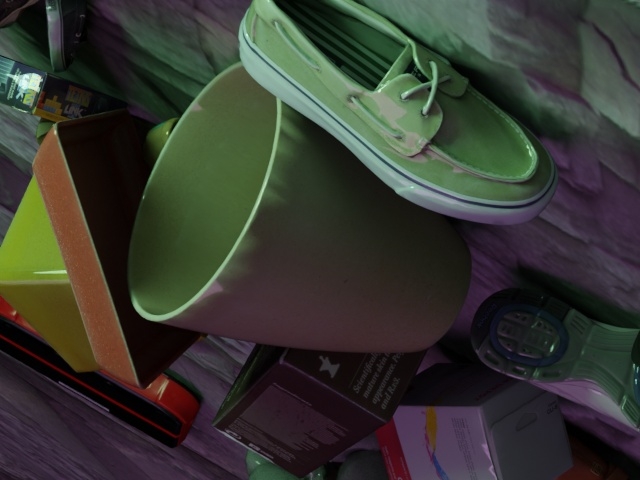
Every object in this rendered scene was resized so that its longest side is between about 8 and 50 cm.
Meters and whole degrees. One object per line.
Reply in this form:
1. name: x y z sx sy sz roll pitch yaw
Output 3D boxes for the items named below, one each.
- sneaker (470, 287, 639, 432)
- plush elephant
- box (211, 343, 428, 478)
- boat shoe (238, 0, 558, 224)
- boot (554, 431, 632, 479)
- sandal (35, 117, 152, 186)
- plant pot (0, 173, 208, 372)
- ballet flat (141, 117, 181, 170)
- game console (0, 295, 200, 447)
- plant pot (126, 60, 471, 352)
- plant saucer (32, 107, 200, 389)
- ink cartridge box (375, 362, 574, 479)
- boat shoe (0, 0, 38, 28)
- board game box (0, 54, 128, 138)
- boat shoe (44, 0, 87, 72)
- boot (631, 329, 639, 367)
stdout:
1. sneaker: 0.298 0.130 1.518 0.297 0.111 0.129 25 176 16
2. plush elephant: 0.031 0.350 2.126 0.255 0.272 0.330 -14 -177 9
3. box: 0.010 0.131 1.722 0.143 0.191 0.381 31 158 -2
4. boat shoe: 0.062 -0.116 1.252 0.302 0.109 0.094 30 156 7
5. boot: 0.289 0.317 1.899 0.220 0.109 0.283 28 147 8
6. sandal: -0.238 -0.104 1.689 0.180 0.072 0.049 18 170 30
7. plant pot: -0.219 0.018 1.758 0.187 0.212 0.212 1 146 29
8. ballet flat: -0.085 -0.048 1.610 0.232 0.080 0.073 34 146 -10
9. game console: -0.386 0.217 2.566 0.386 0.060 0.342 30 163 1
10. plant pot: 0.000 0.000 1.440 0.274 0.256 0.256 24 162 -28
11. plant saucer: -0.204 0.004 1.512 0.047 0.259 0.258 -16 -174 10
12. ink cartridge box: 0.171 0.218 1.716 0.176 0.128 0.127 -6 104 49
13. boat shoe: -0.321 -0.244 1.461 0.080 0.073 0.223 56 155 -4
14. board game box: -0.304 -0.158 1.589 0.141 0.048 0.170 19 -178 21
15. boat shoe: -0.252 -0.206 1.516 0.040 0.049 0.142 -7 165 -10
16. boot: 0.410 0.126 1.367 0.178 0.085 0.236 36 158 -22
